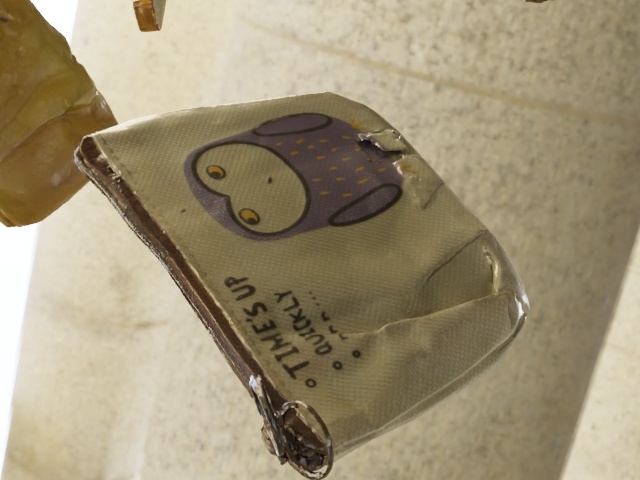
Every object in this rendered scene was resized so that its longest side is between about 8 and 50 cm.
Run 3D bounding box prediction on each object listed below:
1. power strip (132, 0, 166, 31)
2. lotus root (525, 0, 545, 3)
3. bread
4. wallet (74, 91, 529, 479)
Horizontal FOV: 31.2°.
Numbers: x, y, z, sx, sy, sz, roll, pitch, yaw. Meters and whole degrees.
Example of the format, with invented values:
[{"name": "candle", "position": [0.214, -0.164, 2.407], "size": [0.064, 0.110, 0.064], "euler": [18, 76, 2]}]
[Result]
[{"name": "power strip", "position": [-0.218, -0.327, 1.484], "size": [0.028, 0.049, 0.178], "euler": [-8, -141, 5]}, {"name": "lotus root", "position": [0.215, -0.380, 1.217], "size": [0.199, 0.180, 0.188], "euler": [28, 160, 10]}, {"name": "bread", "position": [-0.320, -0.156, 1.049], "size": [0.294, 0.167, 0.132], "euler": [55, 169, -29]}, {"name": "wallet", "position": [-0.002, 0.003, 0.821], "size": [0.274, 0.068, 0.335], "euler": [-16, -127, -36]}]
